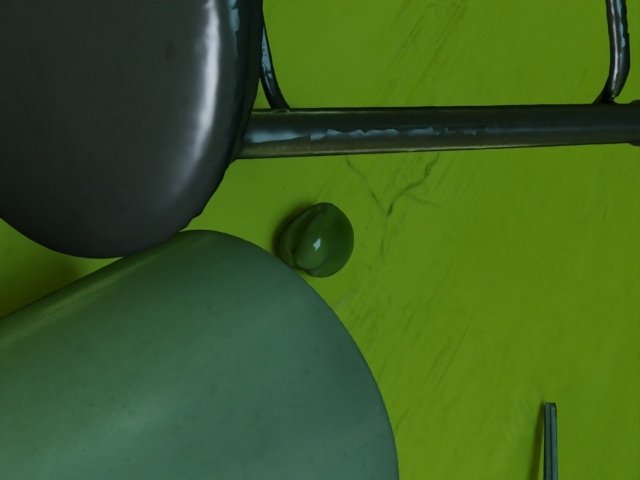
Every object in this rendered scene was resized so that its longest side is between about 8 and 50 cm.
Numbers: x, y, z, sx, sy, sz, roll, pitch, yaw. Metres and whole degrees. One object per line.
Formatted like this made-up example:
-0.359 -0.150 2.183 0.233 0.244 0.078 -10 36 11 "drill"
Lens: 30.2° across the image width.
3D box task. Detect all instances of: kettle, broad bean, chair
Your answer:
-0.177 0.212 0.661 0.376 0.250 0.361 -26 140 -45 "kettle"
0.000 0.000 0.980 0.083 0.045 0.063 -7 98 -58 "broad bean"
-0.019 -0.192 0.715 0.410 0.361 0.365 -23 109 -44 "chair"

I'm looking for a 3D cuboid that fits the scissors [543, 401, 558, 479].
0.247 0.397 1.266 0.192 0.029 0.447 84 8 -76 "scissors"
